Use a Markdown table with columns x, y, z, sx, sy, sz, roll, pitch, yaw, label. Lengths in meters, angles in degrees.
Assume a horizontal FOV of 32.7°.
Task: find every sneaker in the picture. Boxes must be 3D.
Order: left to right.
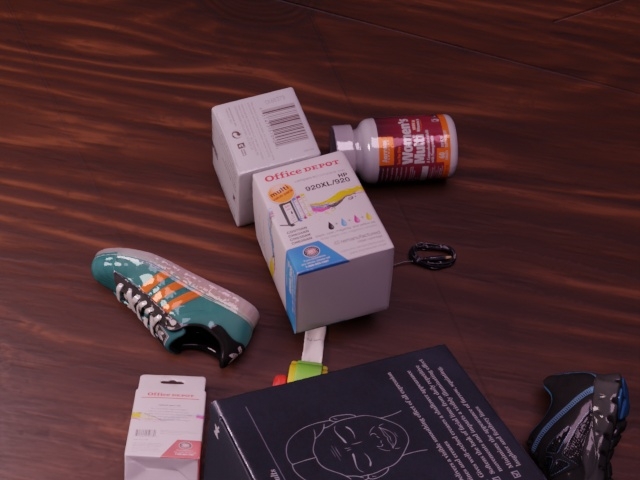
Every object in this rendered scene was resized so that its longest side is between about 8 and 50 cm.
| x | y | z | sx | sy | sz | roll | pitch | yaw | label |
| --- | --- | --- | --- | --- | --- | --- | --- | --- | --- |
| -0.260 | 0.113 | 1.827 | 0.302 | 0.108 | 0.121 | 22 | 58 | 6 | sneaker |
| 0.401 | 0.372 | 1.759 | 0.139 | 0.125 | 0.341 | 5 | 61 | 29 | sneaker |

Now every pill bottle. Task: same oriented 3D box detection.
| x | y | z | sx | sy | sz | roll | pitch | yaw | label |
| --- | --- | --- | --- | --- | --- | --- | --- | --- | --- |
| 0.132 | -0.167 | 2.001 | 0.221 | 0.121 | 0.121 | -4 | 62 | -7 | pill bottle |

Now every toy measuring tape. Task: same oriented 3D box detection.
| x | y | z | sx | sy | sz | roll | pitch | yaw | label |
| --- | --- | --- | --- | --- | --- | --- | --- | --- | --- |
| -0.017 | 0.202 | 1.797 | 0.121 | 0.121 | 0.330 | 9 | 62 | 0 | toy measuring tape |

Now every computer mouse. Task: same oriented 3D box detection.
| x | y | z | sx | sy | sz | roll | pitch | yaw | label |
| --- | --- | --- | --- | --- | --- | --- | --- | --- | --- |
| 0.127 | 0.041 | 1.936 | 0.242 | 0.041 | 0.071 | -13 | 63 | -12 | computer mouse |

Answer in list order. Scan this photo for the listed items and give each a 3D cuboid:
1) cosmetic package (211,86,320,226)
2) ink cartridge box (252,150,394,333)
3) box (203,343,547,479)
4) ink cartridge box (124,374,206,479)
| x | y | z | sx | sy | sz | roll | pitch | yaw | label |
| --- | --- | --- | --- | --- | --- | --- | --- | --- | --- |
| -0.100 | -0.146 | 1.935 | 0.151 | 0.184 | 0.151 | -16 | 63 | -14 | cosmetic package |
| 0.000 | 0.000 | 1.827 | 0.171 | 0.168 | 0.233 | -15 | 51 | -13 | ink cartridge box |
| 0.068 | 0.356 | 1.579 | 0.395 | 0.212 | 0.293 | -10 | 42 | -24 | box |
| -0.241 | 0.298 | 1.727 | 0.115 | 0.067 | 0.198 | 4 | 32 | -3 | ink cartridge box |
